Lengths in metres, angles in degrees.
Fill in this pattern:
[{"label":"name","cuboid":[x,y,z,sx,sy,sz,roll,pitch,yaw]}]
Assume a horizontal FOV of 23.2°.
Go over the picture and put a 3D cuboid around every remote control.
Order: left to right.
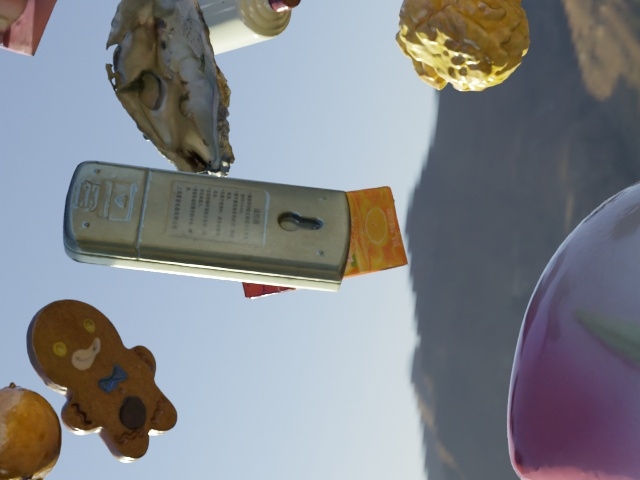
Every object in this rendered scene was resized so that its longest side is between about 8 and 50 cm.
[{"label":"remote control","cuboid":[-0.091,-0.013,1.274,0.038,0.234,0.098,100,174,-50]}]

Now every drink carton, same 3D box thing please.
[{"label":"drink carton","cuboid":[0.000,0.000,1.678,0.223,0.071,0.096,-8,-95,-56]}]

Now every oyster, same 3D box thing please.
[{"label":"oyster","cuboid":[-0.178,-0.202,2.010,0.199,0.252,0.087,-51,12,7]}]

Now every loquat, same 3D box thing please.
[{"label":"loquat","cuboid":[-0.383,0.245,1.923,0.141,0.141,0.141,7,-90,-81]}]

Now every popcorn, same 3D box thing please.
[{"label":"popcorn","cuboid":[0.181,-0.271,2.017,0.170,0.180,0.180,-103,16,-72]}]

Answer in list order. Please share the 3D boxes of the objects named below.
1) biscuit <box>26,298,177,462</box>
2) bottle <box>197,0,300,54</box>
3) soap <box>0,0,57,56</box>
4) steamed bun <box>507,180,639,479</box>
[{"label":"biscuit","cuboid":[-0.291,0.179,2.053,0.039,0.236,0.180,-38,6,43]},{"label":"bottle","cuboid":[-0.122,-0.331,2.255,0.104,0.245,0.104,6,-99,-41]},{"label":"soap","cuboid":[-0.393,-0.273,1.617,0.324,0.193,0.109,9,-81,-57]},{"label":"steamed bun","cuboid":[0.274,0.107,1.194,0.309,0.309,0.309,7,-90,-81]}]
